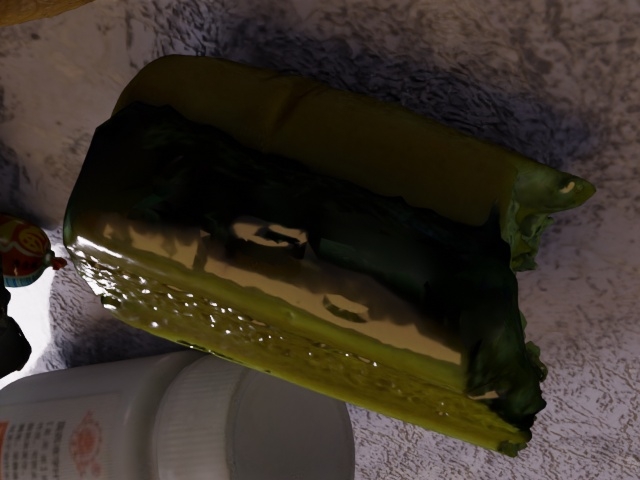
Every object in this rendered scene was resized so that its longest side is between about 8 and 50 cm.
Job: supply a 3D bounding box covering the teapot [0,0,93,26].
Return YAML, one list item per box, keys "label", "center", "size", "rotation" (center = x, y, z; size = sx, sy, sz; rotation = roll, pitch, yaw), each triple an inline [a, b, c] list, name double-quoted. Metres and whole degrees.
- label: "teapot"
  center: [-0.174, -0.245, 0.843]
  size: [0.311, 0.203, 0.167]
  rotation: [-26, 83, 21]

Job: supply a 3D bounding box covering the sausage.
- label: "sausage"
  center: [-0.365, -0.007, 1.314]
  size: [0.264, 0.083, 0.083]
  rotation: [14, 144, 8]

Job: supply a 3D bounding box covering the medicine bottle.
- label: "medicine bottle"
  center: [-0.166, 0.220, 1.390]
  size: [0.371, 0.211, 0.211]
  rotation: [-11, 134, 37]

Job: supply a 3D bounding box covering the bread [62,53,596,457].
- label: "bread"
  center: [0.000, 0.000, 1.017]
  size: [0.376, 0.208, 0.251]
  rotation: [16, 154, 8]

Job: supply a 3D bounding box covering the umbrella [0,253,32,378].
- label: "umbrella"
  center: [-0.355, -0.008, 1.191]
  size: [0.154, 0.128, 0.336]
  rotation: [-11, 119, -7]
